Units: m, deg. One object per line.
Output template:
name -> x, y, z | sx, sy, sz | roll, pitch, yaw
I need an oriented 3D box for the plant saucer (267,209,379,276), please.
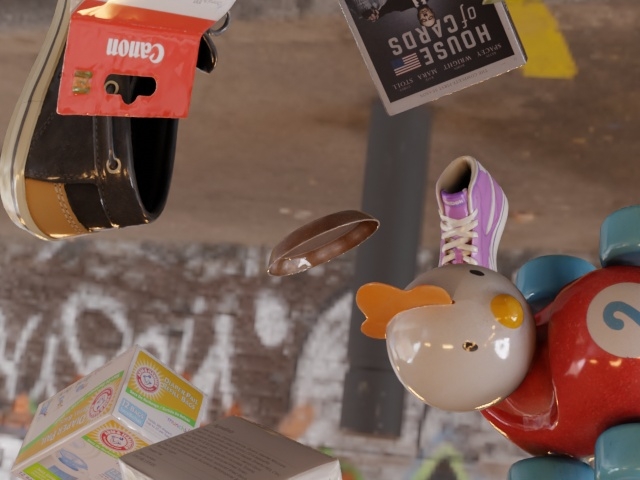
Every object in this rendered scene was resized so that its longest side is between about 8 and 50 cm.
plant saucer -> 0.000, 0.000, 1.743 | 0.168, 0.029, 0.168 | -22, 166, -6

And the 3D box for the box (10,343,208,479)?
box -> -0.242, 0.222, 1.457 | 0.203, 0.103, 0.114 | -31, 120, 36

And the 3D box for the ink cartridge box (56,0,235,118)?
ink cartridge box -> -0.127, -0.216, 1.060 | 0.066, 0.232, 0.189 | 10, -172, 29

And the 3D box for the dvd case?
dvd case -> 0.115, -0.283, 1.476 | 0.179, 0.238, 0.029 | -20, -163, 19

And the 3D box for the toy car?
toy car -> 0.143, 0.075, 0.949 | 0.238, 0.219, 0.210 | 20, 149, -22

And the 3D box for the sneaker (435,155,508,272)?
sneaker -> 0.205, 0.006, 1.903 | 0.102, 0.282, 0.161 | -4, 151, 24

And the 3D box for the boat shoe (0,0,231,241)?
boat shoe -> -0.174, -0.230, 1.278 | 0.156, 0.500, 0.187 | 6, 160, 20

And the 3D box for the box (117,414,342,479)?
box -> -0.061, 0.256, 1.020 | 0.119, 0.181, 0.182 | -17, -168, -28

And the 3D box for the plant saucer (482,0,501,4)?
plant saucer -> 0.152, -0.251, 0.754 | 0.037, 0.241, 0.241 | 18, 168, 2
